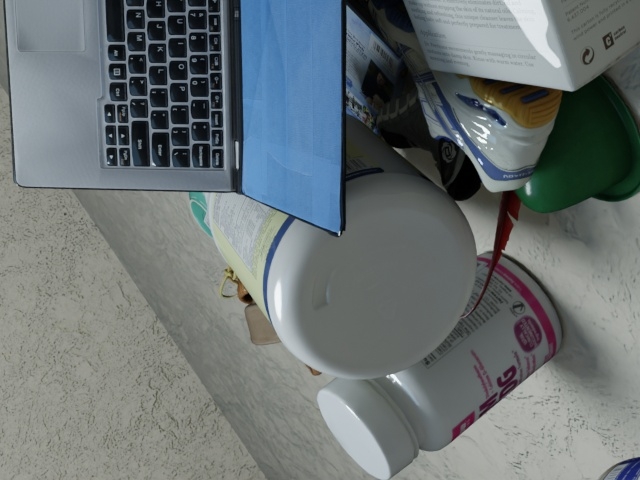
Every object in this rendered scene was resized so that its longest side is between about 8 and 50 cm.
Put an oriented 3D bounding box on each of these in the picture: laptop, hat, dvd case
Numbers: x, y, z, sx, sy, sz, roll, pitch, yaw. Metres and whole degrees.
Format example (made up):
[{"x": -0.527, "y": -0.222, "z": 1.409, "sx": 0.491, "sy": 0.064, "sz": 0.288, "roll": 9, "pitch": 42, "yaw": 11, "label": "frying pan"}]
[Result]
[{"x": -0.159, "y": -0.217, "z": 1.196, "sx": 0.236, "sy": 0.408, "sz": 0.382, "roll": -50, "pitch": -39, "yaw": -75, "label": "laptop"}, {"x": 0.195, "y": -0.057, "z": 1.202, "sx": 0.208, "sy": 0.183, "sz": 0.173, "roll": 59, "pitch": 160, "yaw": -12, "label": "hat"}, {"x": 0.033, "y": -0.221, "z": 1.539, "sx": 0.180, "sy": 0.022, "sz": 0.253, "roll": 48, "pitch": 159, "yaw": 18, "label": "dvd case"}]

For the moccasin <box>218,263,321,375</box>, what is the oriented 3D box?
[{"x": -0.093, "y": 0.062, "z": 2.087, "sx": 0.380, "sy": 0.147, "sz": 0.139, "roll": 52, "pitch": 166, "yaw": 6, "label": "moccasin"}]

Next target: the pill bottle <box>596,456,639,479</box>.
[{"x": 0.410, "y": 0.302, "z": 1.348, "sx": 0.153, "sy": 0.153, "sz": 0.264, "roll": 53, "pitch": 160, "yaw": 4, "label": "pill bottle"}]

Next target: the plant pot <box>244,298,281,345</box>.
[{"x": 0.000, "y": 0.000, "z": 1.695, "sx": 0.263, "sy": 0.263, "sz": 0.229, "roll": -19, "pitch": 88, "yaw": 69, "label": "plant pot"}]

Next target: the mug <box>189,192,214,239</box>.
[{"x": -0.142, "y": -0.067, "z": 1.859, "sx": 0.129, "sy": 0.097, "sz": 0.157, "roll": 28, "pitch": 148, "yaw": 50, "label": "mug"}]

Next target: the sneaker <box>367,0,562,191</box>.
[{"x": 0.120, "y": -0.164, "z": 1.211, "sx": 0.296, "sy": 0.112, "sz": 0.131, "roll": -120, "pitch": 26, "yaw": -42, "label": "sneaker"}]

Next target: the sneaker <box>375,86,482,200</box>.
[{"x": 0.128, "y": -0.101, "z": 1.363, "sx": 0.229, "sy": 0.086, "sz": 0.132, "roll": 145, "pitch": 117, "yaw": -70, "label": "sneaker"}]

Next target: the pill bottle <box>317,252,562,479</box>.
[{"x": 0.145, "y": 0.155, "z": 1.512, "sx": 0.160, "sy": 0.283, "sz": 0.160, "roll": 45, "pitch": 159, "yaw": 23, "label": "pill bottle"}]

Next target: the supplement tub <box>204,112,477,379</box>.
[{"x": 0.008, "y": -0.015, "z": 1.399, "sx": 0.325, "sy": 0.235, "sz": 0.235, "roll": 48, "pitch": 164, "yaw": 57, "label": "supplement tub"}]

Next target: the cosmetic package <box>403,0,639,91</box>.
[{"x": 0.131, "y": -0.316, "z": 0.973, "sx": 0.197, "sy": 0.155, "sz": 0.365, "roll": 23, "pitch": 142, "yaw": 54, "label": "cosmetic package"}]
